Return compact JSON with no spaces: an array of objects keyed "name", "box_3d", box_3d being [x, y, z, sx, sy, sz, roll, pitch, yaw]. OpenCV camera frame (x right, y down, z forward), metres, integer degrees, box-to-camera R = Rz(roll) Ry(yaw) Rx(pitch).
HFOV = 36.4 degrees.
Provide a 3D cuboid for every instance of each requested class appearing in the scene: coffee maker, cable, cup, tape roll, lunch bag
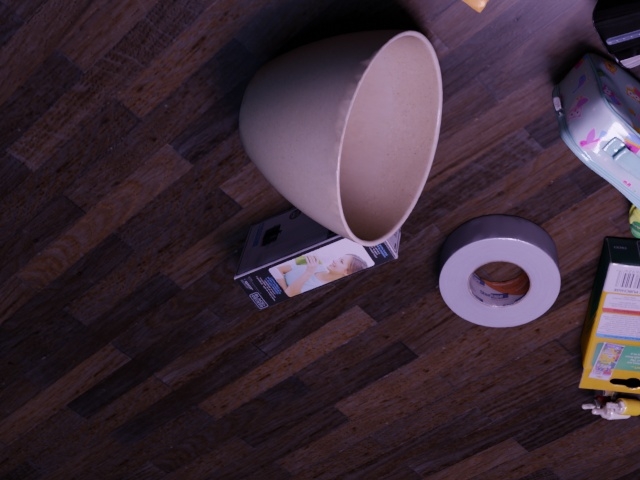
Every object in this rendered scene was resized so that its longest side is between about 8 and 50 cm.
[{"name":"coffee maker","box_3d":[0.490,-0.343,1.390,0.178,0.120,0.171,-6,106,48]},{"name":"cable","box_3d":[0.665,0.335,1.958,0.287,0.072,0.139,9,171,-13]},{"name":"cup","box_3d":[0.014,-0.181,1.527,0.237,0.331,0.331,17,135,28]},{"name":"tape roll","box_3d":[0.329,0.058,1.798,0.219,0.072,0.219,4,130,5]},{"name":"lunch bag","box_3d":[0.479,-0.151,1.504,0.279,0.224,0.108,33,126,-18]}]

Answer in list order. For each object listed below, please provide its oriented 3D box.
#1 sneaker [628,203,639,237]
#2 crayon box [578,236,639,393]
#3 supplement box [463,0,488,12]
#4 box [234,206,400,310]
[{"name":"sneaker","box_3d":[0.671,-0.038,1.663,0.295,0.109,0.123,7,153,1]},{"name":"crayon box","box_3d":[0.607,0.148,1.821,0.203,0.083,0.323,5,129,5]},{"name":"supplement box","box_3d":[0.216,-0.406,1.329,0.080,0.233,0.078,31,127,-17]},{"name":"box","box_3d":[0.000,0.000,1.741,0.290,0.169,0.087,-21,121,25]}]
